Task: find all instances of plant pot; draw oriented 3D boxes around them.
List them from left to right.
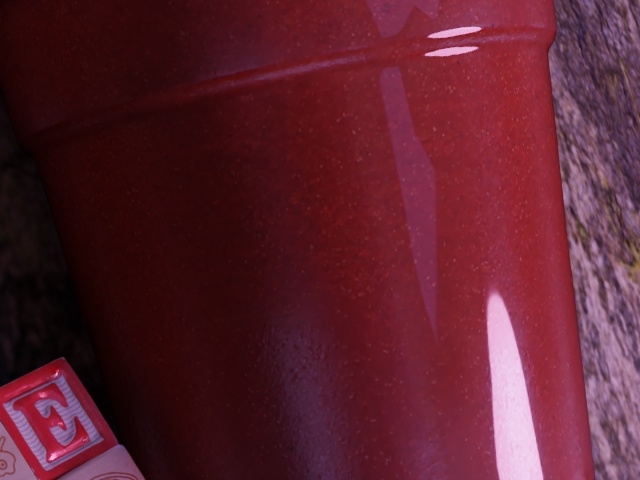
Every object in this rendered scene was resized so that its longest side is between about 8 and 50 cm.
[{"bbox_3d":[0.000,0.000,0.626,0.272,0.272,0.265,-13,92,-51],"label":"plant pot"}]

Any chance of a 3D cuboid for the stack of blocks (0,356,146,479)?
[{"bbox_3d":[-0.161,0.175,0.447,0.171,0.087,0.297,56,38,6],"label":"stack of blocks"}]
